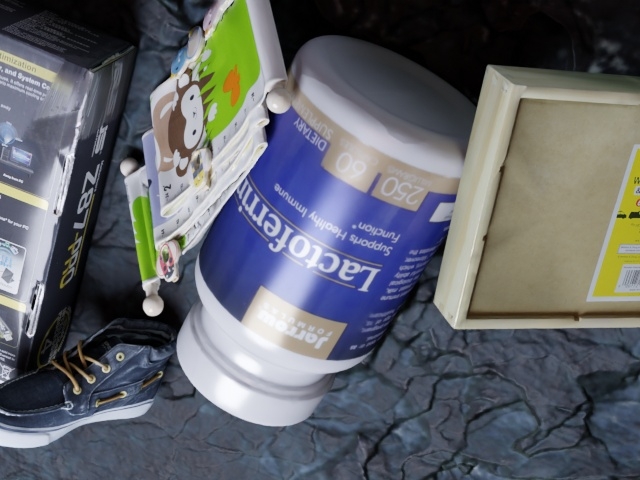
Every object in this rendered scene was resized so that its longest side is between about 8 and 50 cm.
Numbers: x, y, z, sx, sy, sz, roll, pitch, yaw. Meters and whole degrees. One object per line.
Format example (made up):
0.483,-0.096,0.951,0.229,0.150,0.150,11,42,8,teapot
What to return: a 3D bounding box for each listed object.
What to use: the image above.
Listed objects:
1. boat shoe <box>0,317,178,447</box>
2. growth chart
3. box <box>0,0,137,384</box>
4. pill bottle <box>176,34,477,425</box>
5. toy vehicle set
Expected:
-0.200,0.110,0.816,0.065,0.183,0.083,40,115,27,boat shoe
-0.089,-0.082,0.716,0.021,0.172,0.237,9,134,-34,growth chart
-0.378,-0.079,0.812,0.395,0.097,0.318,22,119,4,box
0.000,0.000,0.718,0.153,0.153,0.264,29,117,0,pill bottle
0.217,-0.021,0.649,0.267,0.035,0.166,2,117,-18,toy vehicle set
